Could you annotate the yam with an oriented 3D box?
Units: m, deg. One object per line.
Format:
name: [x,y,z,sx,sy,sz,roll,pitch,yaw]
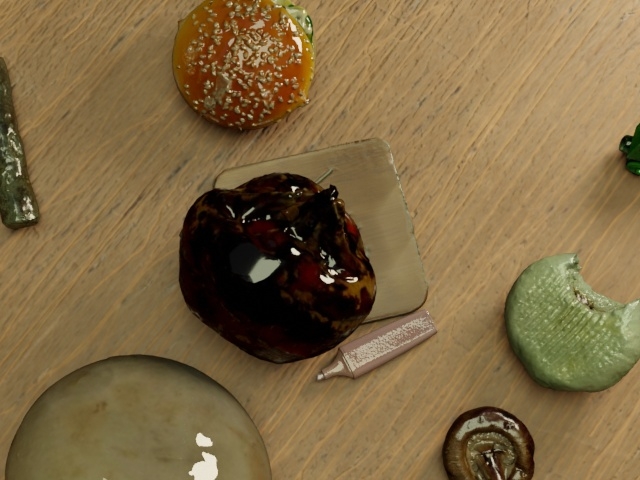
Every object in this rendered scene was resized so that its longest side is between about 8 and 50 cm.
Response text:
yam: [-0.476,-0.149,1.882,0.061,0.061,0.274,-13,77,-7]

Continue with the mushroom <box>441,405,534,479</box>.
mushroom: [0.249,0.327,1.810,0.135,0.080,0.170,-15,79,6]

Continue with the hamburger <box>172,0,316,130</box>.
hamburger: [-0.116,-0.277,1.890,0.237,0.147,0.237,0,79,-1]

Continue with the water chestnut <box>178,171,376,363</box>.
water chestnut: [-0.058,0.033,1.754,0.289,0.244,0.289,0,78,-2]

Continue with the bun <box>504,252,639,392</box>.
bun: [0.381,0.122,1.841,0.204,0.126,0.212,-27,73,17]

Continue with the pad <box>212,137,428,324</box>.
pad: [0.000,0.000,1.898,0.286,0.018,0.284,-13,78,-6]

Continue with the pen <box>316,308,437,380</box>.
pen: [0.080,0.164,1.861,0.197,0.032,0.053,-24,81,-11]

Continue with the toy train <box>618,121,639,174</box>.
toy train: [0.586,-0.117,1.915,0.251,0.119,0.085,19,75,2]

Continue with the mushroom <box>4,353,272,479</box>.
mushroom: [-0.249,0.337,1.697,0.362,0.294,0.362,16,43,-15]
